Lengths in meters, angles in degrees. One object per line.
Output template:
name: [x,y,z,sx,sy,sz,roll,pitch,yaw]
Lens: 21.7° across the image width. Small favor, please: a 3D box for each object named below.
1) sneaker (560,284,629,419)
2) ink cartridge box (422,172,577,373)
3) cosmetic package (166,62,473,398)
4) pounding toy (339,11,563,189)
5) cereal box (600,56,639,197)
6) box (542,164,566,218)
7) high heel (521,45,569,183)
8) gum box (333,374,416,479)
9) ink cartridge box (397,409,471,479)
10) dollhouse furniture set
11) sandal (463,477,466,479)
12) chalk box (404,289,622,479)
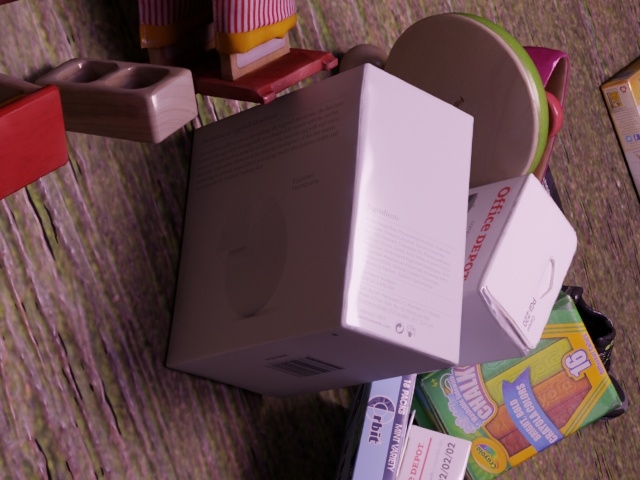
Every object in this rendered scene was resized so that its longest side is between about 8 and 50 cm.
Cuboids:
sneaker: [0.299,0.127,1.866,0.188,0.078,0.067,60,43,-23]
ink cartridge box: [0.109,0.039,1.546,0.092,0.218,0.158,53,45,-28]
cosmetic package: [0.000,0.000,1.407,0.138,0.224,0.224,20,66,-39]
pounding toy: [0.143,-0.133,1.609,0.110,0.237,0.183,-24,100,-43]
cereal box: [0.448,-0.117,2.132,0.173,0.047,0.240,-34,108,-49]
box: [0.216,-0.030,1.844,0.162,0.029,0.116,-31,106,-48]
high heel: [0.194,-0.003,1.685,0.127,0.181,0.377,-17,95,-55]
gum box: [0.042,0.191,1.473,0.041,0.184,0.157,15,63,-2]
ink cartridge box: [0.091,0.241,1.517,0.181,0.062,0.104,97,9,-58]
dollhouse furniture set: [-0.149,-0.178,1.290,0.374,0.152,0.201,-37,129,-49]
sandal: [0.138,0.302,1.667,0.067,0.040,0.179,-19,110,-46]
chalk box: [0.154,0.139,1.609,0.213,0.132,0.132,-31,109,-4]
